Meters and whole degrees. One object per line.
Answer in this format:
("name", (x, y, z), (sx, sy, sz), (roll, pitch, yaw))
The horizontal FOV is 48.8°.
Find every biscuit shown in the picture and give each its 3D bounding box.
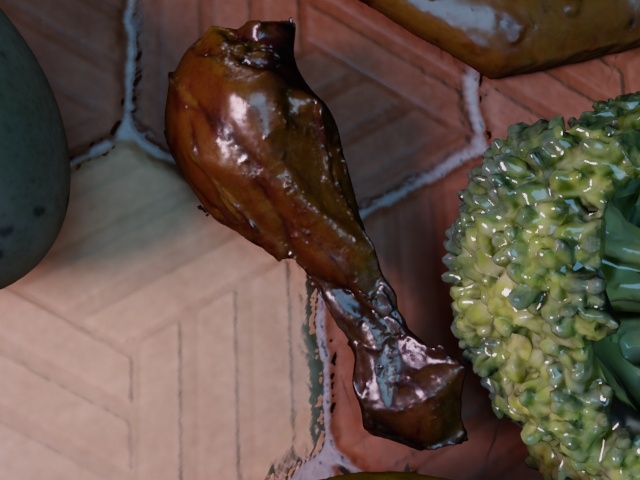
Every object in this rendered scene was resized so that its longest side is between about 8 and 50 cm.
("biscuit", (0.152, -0.298, 0.560), (0.360, 0.046, 0.358), (2, 79, -9))

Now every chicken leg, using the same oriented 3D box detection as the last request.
("chicken leg", (0.000, 0.000, 0.441), (0.093, 0.113, 0.304), (-29, 85, -49))

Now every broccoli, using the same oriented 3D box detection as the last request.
("broccoli", (0.209, 0.052, 0.414), (0.288, 0.235, 0.259), (-2, 40, -25))

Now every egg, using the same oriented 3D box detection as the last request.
("egg", (-0.237, -0.071, 0.377), (0.169, 0.169, 0.236), (-40, 88, -15))

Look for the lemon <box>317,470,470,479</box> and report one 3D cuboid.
("lemon", (0.047, 0.248, 0.326), (0.322, 0.268, 0.268), (16, 77, -8))
